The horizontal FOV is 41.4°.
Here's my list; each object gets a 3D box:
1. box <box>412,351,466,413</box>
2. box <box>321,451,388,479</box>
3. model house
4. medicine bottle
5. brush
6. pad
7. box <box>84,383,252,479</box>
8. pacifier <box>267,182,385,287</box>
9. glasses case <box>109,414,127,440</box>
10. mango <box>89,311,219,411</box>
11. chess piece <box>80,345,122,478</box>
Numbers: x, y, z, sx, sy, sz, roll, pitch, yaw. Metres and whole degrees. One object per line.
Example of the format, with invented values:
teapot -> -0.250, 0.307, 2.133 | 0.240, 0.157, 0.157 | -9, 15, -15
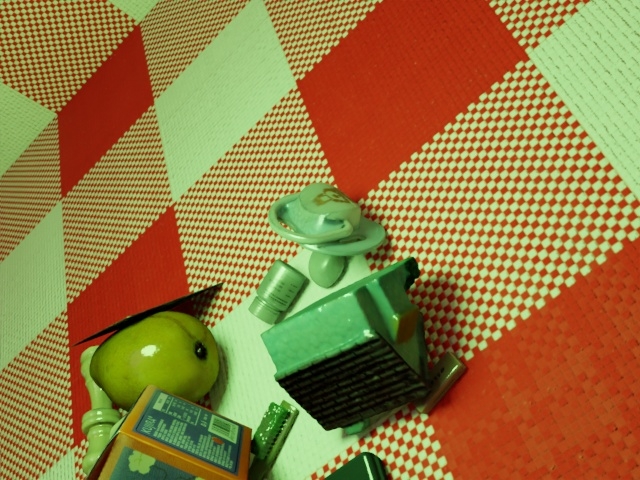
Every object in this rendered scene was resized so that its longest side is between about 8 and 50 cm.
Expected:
box -> 0.205, 0.251, 1.491 | 0.115, 0.025, 0.048 | -51, 41, 9
box -> 0.068, 0.497, 1.459 | 0.160, 0.050, 0.230 | -41, 43, 22
model house -> 0.087, 0.206, 1.540 | 0.280, 0.230, 0.249 | -27, 90, 36
medicine bottle -> -0.097, 0.114, 1.851 | 0.130, 0.080, 0.080 | -58, 39, 3
brush -> -0.131, 0.453, 1.704 | 0.054, 0.048, 0.282 | 20, 83, 55
pad -> -0.402, 0.172, 1.991 | 0.220, 0.330, 0.004 | -26, 86, 35
box -> -0.304, 0.484, 1.565 | 0.319, 0.256, 0.349 | -64, 4, 3
pacifier -> 0.000, 0.000, 1.778 | 0.279, 0.227, 0.207 | 45, 141, 50
glasses case -> -0.396, 0.539, 1.900 | 0.144, 0.076, 0.336 | -40, 43, 21
mango -> -0.384, 0.277, 1.922 | 0.378, 0.263, 0.221 | -9, 105, 48
chess piece -> -0.533, 0.452, 2.079 | 0.117, 0.117, 0.397 | -35, 47, 27
